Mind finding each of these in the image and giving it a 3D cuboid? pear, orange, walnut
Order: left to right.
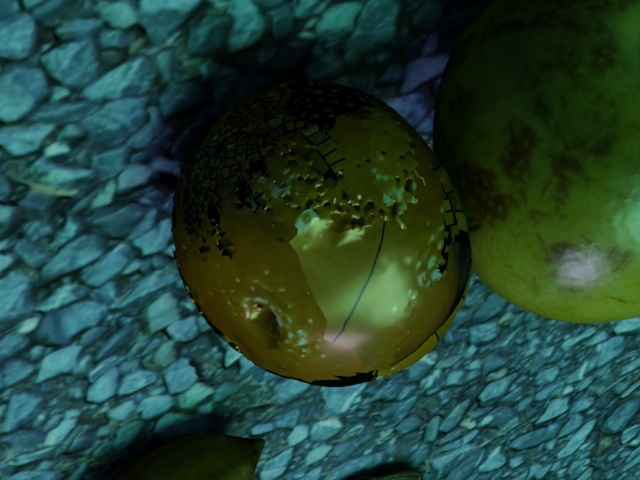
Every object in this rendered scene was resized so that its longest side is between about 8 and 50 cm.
[{"bbox_3d":[-0.136,0.240,1.564,0.207,0.116,0.116,-36,148,-10],"label":"walnut"},{"bbox_3d":[0.000,0.000,1.262,0.182,0.234,0.234,-49,164,-44],"label":"orange"},{"bbox_3d":[0.210,-0.070,1.308,0.280,0.281,0.281,-23,145,-17],"label":"pear"}]

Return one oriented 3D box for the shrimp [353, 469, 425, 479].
[{"bbox_3d":[0.065,0.318,1.885,0.173,0.058,0.253,-52,142,11],"label":"shrimp"}]
